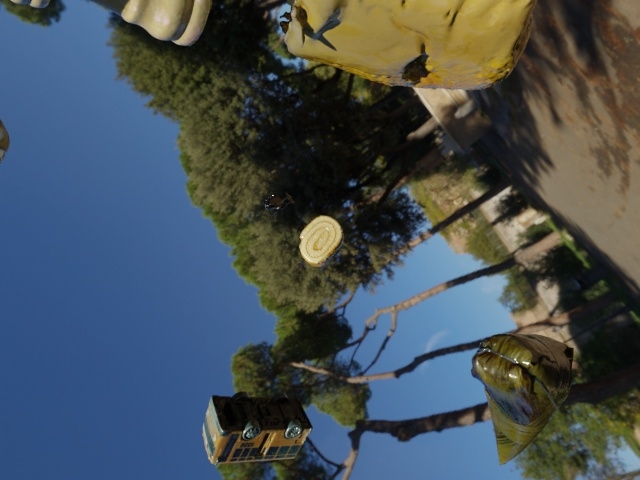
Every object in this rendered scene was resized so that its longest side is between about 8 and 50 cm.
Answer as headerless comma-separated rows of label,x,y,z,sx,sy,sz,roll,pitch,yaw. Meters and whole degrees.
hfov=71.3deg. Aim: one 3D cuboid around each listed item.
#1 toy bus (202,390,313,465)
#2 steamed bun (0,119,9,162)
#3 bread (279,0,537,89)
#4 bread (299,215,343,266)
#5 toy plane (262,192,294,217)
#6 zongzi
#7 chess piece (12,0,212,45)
toy bus,-0.120,0.340,0.806,0.182,0.103,0.091,15,-160,-33
steamed bun,-0.616,-0.179,0.719,0.183,0.183,0.106,12,-133,-56
bread,0.117,-0.361,0.665,0.395,0.250,0.360,11,-134,-20
bread,0.000,0.000,1.325,0.122,0.149,0.073,40,174,16
toy plane,-0.112,-0.100,1.176,0.049,0.031,0.121,50,-142,0
zongzi,0.362,0.324,0.859,0.138,0.299,0.286,25,-172,42
chess piece,-0.328,-0.314,0.490,0.397,0.117,0.117,-5,-123,-38
